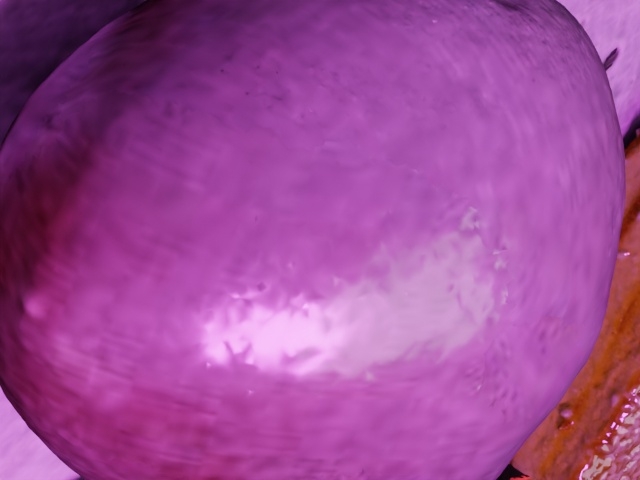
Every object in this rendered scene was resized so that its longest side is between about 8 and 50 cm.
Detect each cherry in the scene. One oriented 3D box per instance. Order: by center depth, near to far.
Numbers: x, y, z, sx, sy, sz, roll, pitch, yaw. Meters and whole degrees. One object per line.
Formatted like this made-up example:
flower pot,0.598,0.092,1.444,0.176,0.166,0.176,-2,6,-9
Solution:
cherry,0.000,0.000,0.630,0.266,0.183,0.213,-5,113,-54

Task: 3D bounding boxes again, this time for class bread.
bread,0.210,0.041,1.111,0.184,0.110,0.234,7,115,-52

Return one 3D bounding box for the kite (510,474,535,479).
kite,0.113,0.240,1.233,0.327,0.013,0.377,-32,150,-30
